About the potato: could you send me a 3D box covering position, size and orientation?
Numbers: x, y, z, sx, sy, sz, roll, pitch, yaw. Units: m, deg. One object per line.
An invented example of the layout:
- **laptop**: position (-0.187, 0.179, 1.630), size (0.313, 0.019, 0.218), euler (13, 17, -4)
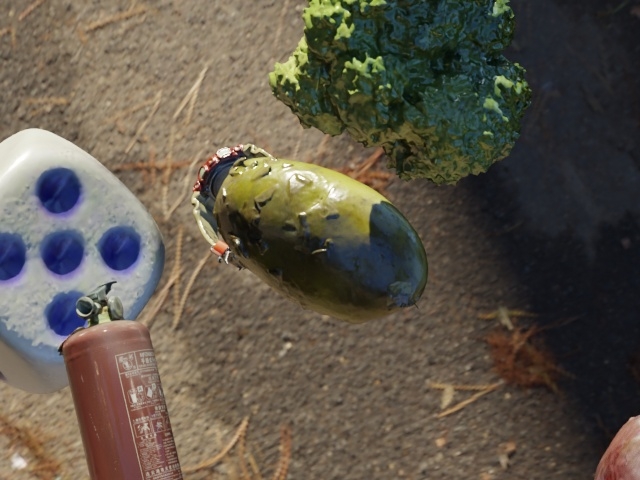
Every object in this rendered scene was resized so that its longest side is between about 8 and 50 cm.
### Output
- **potato**: position (0.000, 0.000, 1.156), size (0.251, 0.149, 0.113), euler (33, 26, 19)

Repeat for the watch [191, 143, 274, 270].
- **watch**: position (-0.099, -0.032, 1.689), size (0.102, 0.165, 0.268), euler (38, 20, -46)

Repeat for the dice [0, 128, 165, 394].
- **dice**: position (-0.448, 0.035, 1.742), size (0.304, 0.277, 0.304), euler (46, 61, -23)

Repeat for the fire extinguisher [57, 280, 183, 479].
- **fire extinguisher**: position (-0.206, 0.169, 1.161), size (0.104, 0.105, 0.269), euler (-9, 78, -31)

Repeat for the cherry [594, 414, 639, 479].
- **cherry**: position (0.281, 0.211, 0.825), size (0.176, 0.176, 0.140), euler (42, 70, -7)

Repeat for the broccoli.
- **broccoli**: position (0.026, -0.171, 0.935), size (0.186, 0.302, 0.254), euler (-39, 114, -15)
